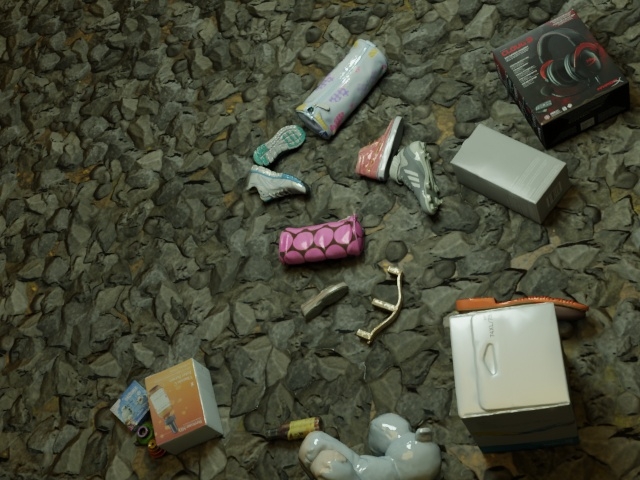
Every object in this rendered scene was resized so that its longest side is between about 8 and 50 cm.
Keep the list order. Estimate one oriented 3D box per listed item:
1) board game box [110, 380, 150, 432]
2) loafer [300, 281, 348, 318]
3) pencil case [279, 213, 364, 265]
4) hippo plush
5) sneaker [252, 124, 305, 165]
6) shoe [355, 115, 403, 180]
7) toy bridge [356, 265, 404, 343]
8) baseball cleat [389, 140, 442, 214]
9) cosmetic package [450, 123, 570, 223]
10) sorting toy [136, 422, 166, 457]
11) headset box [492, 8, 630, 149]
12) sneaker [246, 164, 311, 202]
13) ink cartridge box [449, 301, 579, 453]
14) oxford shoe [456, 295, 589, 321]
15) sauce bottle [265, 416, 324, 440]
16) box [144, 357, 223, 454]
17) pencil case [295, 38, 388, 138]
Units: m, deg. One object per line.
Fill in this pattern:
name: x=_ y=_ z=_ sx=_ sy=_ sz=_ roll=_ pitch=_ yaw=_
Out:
board game box: x=-0.444 y=0.396 z=1.960 sx=0.090 sy=0.020 sz=0.090 roll=32 pitch=78 yaw=33
loafer: x=0.006 y=0.132 z=1.915 sx=0.125 sy=0.045 sz=0.039 roll=-37 pitch=50 yaw=2
pencil case: x=0.000 y=0.000 z=1.961 sx=0.209 sy=0.095 sz=0.098 roll=-10 pitch=91 yaw=16
hippo plush: x=0.113 y=0.434 z=1.593 sx=0.236 sy=0.234 sz=0.294 roll=-36 pitch=36 yaw=-14
sneaker: x=-0.115 y=-0.247 z=2.157 sx=0.166 sy=0.076 sz=0.065 roll=-32 pitch=95 yaw=-22
shoe: x=0.147 y=-0.235 z=2.045 sx=0.081 sy=0.063 sz=0.178 roll=13 pitch=73 yaw=21
toy bridge: x=0.147 y=0.151 z=1.859 sx=0.063 sy=0.026 sz=0.188 roll=18 pitch=71 yaw=27
baseball cleat: x=0.226 y=-0.138 z=1.971 sx=0.109 sy=0.072 sz=0.206 roll=-22 pitch=54 yaw=28
cosmetic package: x=0.430 y=-0.154 z=1.871 sx=0.238 sy=0.107 sz=0.127 roll=33 pitch=79 yaw=35
sorting toy: x=-0.391 y=0.453 z=1.895 sx=0.102 sy=0.042 sz=0.061 roll=33 pitch=79 yaw=32
headset box: x=0.558 y=-0.393 z=1.943 sx=0.218 sy=0.110 sz=0.293 roll=-26 pitch=57 yaw=7
sneaker: x=-0.110 y=-0.131 z=2.095 sx=0.190 sy=0.071 sz=0.083 roll=16 pitch=78 yaw=35
ink cartridge box: x=0.370 y=0.268 z=1.561 sx=0.197 sy=0.270 sz=0.198 roll=-10 pitch=60 yaw=16
oxford shoe: x=0.421 y=0.167 z=1.718 sx=0.271 sy=0.097 sz=0.099 roll=-4 pitch=82 yaw=24
sauce bottle: x=-0.057 y=0.414 z=1.788 sx=0.128 sy=0.042 sz=0.042 roll=-15 pitch=59 yaw=16
box: x=-0.312 y=0.379 z=1.875 sx=0.130 sy=0.091 sz=0.171 roll=-25 pitch=57 yaw=7
pencil case: x=0.055 y=-0.394 z=2.133 sx=0.113 sy=0.124 sz=0.273 roll=34 pitch=78 yaw=32
